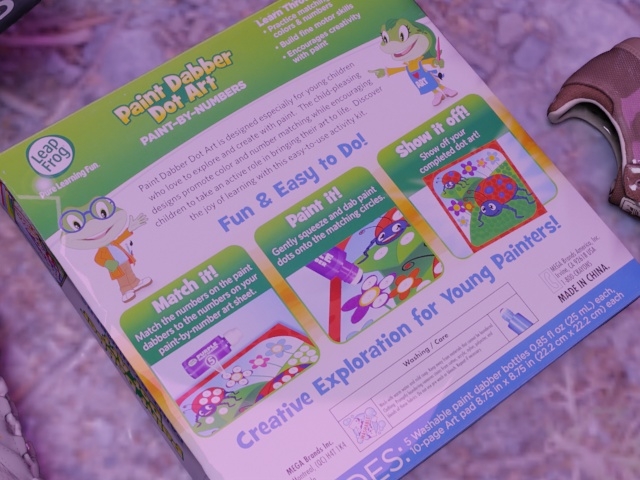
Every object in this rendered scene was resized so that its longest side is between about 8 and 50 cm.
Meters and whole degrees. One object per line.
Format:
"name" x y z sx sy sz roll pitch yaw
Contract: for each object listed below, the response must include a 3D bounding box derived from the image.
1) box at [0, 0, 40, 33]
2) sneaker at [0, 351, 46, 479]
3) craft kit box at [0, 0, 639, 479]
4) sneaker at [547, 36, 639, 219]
"box" -0.325 -0.143 0.525 0.295 0.073 0.293 -38 78 6
"sneaker" -0.172 0.075 0.506 0.262 0.099 0.121 34 63 5
"craft kit box" 0.000 0.000 0.582 0.249 0.061 0.247 -32 78 -19
"sneaker" 0.202 -0.024 0.626 0.071 0.066 0.188 -32 70 -2
